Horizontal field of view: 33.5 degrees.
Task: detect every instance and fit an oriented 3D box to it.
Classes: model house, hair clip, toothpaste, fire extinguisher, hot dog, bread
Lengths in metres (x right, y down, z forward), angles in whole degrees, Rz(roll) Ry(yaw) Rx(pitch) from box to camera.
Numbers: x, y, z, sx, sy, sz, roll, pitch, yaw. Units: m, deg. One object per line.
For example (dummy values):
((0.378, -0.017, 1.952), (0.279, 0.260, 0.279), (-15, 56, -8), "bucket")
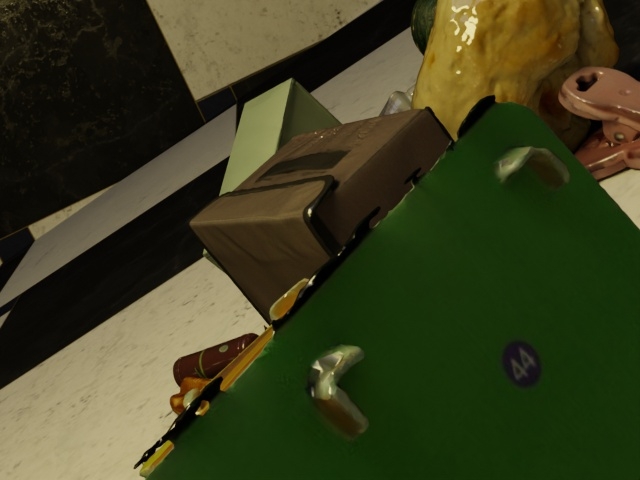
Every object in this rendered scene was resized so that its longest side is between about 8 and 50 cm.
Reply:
((0.011, 0.158, 0.553), (0.358, 0.242, 0.313), (-48, 4, -36), "model house")
((0.285, -0.092, 0.969), (0.138, 0.102, 0.123), (19, 49, 30), "hair clip")
((0.069, -0.135, 1.492), (0.282, 0.068, 0.099), (-40, -16, 14), "toothpaste")
((-0.095, 0.121, 1.085), (0.132, 0.039, 0.056), (-22, 42, 36), "fire extinguisher")
((-0.115, 0.156, 1.037), (0.049, 0.037, 0.122), (-52, 15, -16), "hot dog")
((0.193, -0.166, 1.038), (0.244, 0.244, 0.134), (-41, 47, -22), "bread")

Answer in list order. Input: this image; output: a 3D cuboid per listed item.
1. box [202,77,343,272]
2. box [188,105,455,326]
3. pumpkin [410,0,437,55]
((-0.036, -0.048, 1.164), (0.086, 0.129, 0.225), (-23, 40, 36), "box")
((0.033, 0.004, 0.917), (0.153, 0.188, 0.252), (-44, 15, -22), "box")
((0.215, -0.297, 1.460), (0.190, 0.146, 0.190), (5, 32, -3), "pumpkin")
